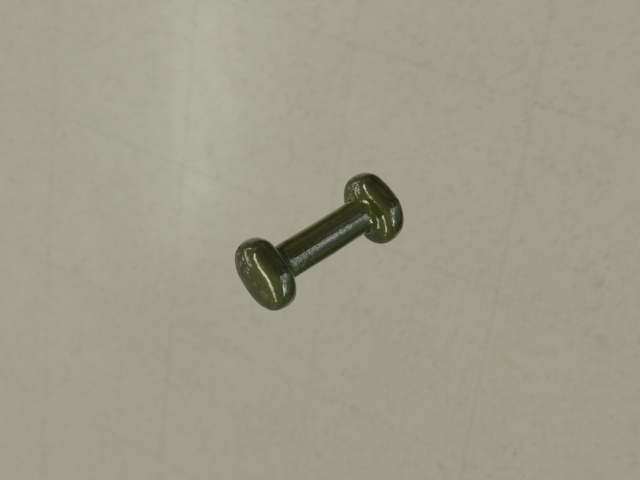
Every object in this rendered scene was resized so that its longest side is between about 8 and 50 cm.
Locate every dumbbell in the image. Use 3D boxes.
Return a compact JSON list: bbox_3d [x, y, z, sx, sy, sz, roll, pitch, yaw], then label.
[{"bbox_3d":[0.000,0.000,0.901,0.052,0.118,0.046,54,152,10],"label":"dumbbell"}]
